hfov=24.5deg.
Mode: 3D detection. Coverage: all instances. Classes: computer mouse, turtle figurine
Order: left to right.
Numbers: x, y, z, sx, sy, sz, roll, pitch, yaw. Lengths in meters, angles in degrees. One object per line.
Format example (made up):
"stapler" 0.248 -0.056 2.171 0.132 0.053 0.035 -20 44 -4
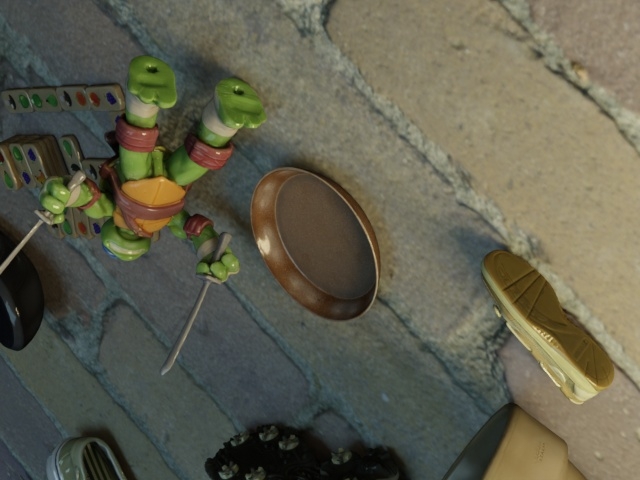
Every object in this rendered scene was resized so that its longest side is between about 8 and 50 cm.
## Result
"computer mouse" -0.424 0.025 1.907 0.272 0.072 0.188 50 146 29
"turtle figurine" -0.166 -0.028 1.454 0.198 0.275 0.266 34 129 7

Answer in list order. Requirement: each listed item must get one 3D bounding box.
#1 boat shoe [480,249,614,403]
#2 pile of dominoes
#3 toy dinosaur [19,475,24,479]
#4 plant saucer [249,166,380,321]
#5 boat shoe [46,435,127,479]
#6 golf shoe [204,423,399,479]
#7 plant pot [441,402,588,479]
"boat shoe" 0.188 0.076 1.277 0.153 0.056 0.048 46 137 2
"pile of dominoes" -0.288 -0.080 1.698 0.251 0.040 0.196 4 118 47
"toy dinosaur" -0.366 0.467 2.111 0.313 0.121 0.160 11 137 48
"plant saucer" 0.000 0.000 1.449 0.168 0.029 0.168 28 134 34
"boat shoe" -0.273 0.401 1.967 0.094 0.109 0.302 -25 93 58
"golf shoe" -0.020 0.283 1.616 0.273 0.105 0.120 8 128 45
"plant pot" 0.196 0.351 1.298 0.280 0.323 0.323 32 139 3
